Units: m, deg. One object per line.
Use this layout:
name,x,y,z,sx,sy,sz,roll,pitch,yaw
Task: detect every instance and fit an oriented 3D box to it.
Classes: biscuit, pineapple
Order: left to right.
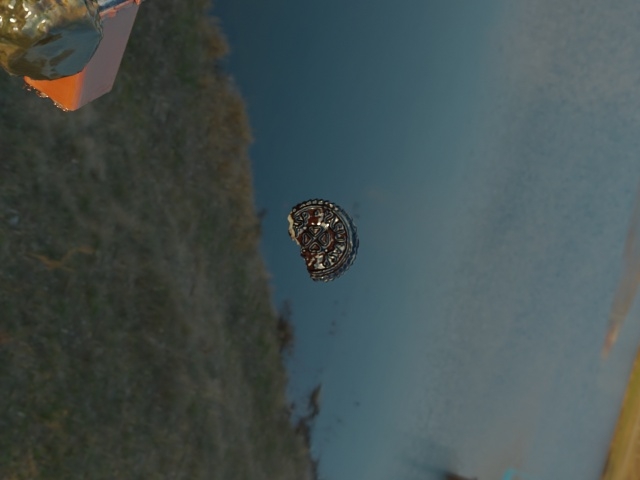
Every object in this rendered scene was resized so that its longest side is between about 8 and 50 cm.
pineapple,-0.264,-0.230,0.886,0.108,0.198,0.108,-29,161,-11
biscuit,0.000,0.000,1.140,0.027,0.087,0.089,34,75,-80

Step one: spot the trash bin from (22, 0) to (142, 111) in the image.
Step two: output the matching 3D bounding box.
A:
trash bin,-0.391,-0.334,1.646,0.184,0.161,0.239,-43,161,-50
